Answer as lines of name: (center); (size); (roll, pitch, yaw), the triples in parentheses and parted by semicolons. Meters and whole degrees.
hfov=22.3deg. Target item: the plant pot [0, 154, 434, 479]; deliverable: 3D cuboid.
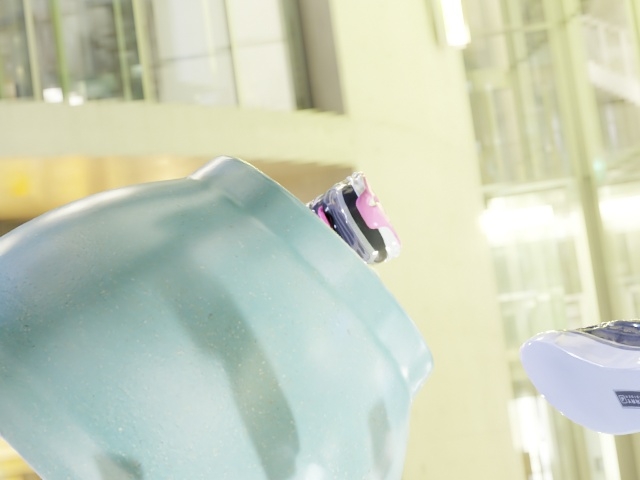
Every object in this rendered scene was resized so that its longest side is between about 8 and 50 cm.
plant pot: (-0.063, 0.078, 0.899); (0.196, 0.293, 0.293); (-45, -1, -11)

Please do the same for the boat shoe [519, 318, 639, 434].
boat shoe: (0.232, 0.086, 1.154); (0.076, 0.080, 0.228); (-33, 11, -23)

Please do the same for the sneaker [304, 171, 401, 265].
sneaker: (0.000, 0.000, 1.091); (0.075, 0.063, 0.170); (-27, 3, -14)
